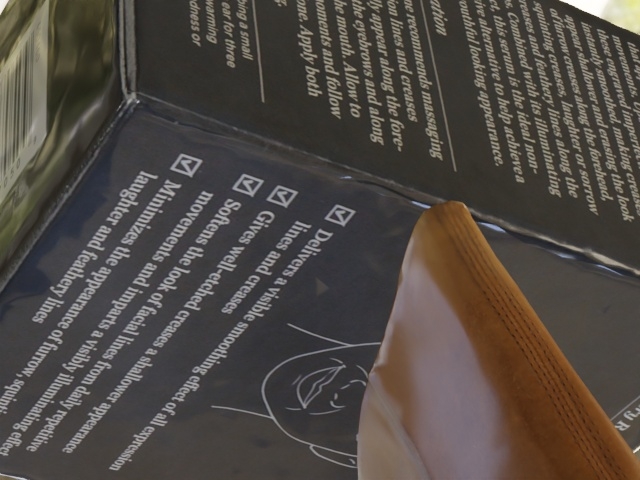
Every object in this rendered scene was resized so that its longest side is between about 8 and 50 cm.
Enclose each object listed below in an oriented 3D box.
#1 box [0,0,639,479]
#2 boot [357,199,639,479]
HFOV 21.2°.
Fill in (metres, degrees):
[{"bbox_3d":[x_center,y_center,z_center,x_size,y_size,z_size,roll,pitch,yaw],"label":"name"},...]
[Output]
[{"bbox_3d":[0.000,0.000,0.951,0.395,0.293,0.212,19,-136,-27],"label":"box"},{"bbox_3d":[0.105,0.087,0.480,0.264,0.096,0.280,94,156,-45],"label":"boot"}]
